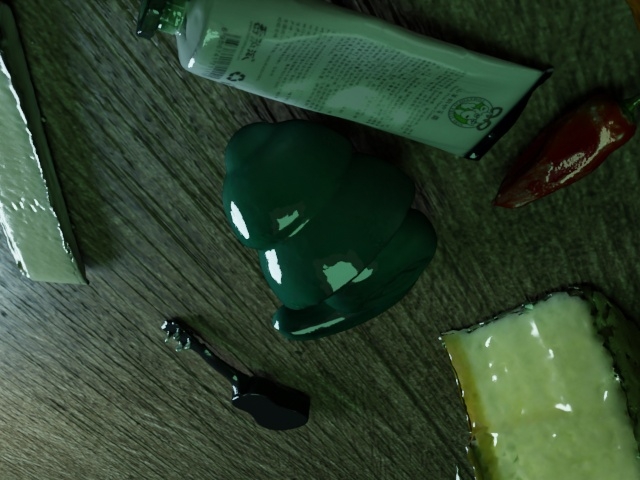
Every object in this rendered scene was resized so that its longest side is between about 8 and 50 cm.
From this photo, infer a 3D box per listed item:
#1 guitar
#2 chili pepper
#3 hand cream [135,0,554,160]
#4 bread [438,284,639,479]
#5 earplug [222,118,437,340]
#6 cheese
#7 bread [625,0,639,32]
[{"bbox_3d":[-0.118,0.189,1.089,0.083,0.038,0.271,-23,131,31],"label":"guitar"},{"bbox_3d":[0.219,-0.079,0.689,0.050,0.059,0.191,21,137,-28],"label":"chili pepper"},{"bbox_3d":[0.023,-0.138,0.637,0.335,0.076,0.121,13,147,-23],"label":"hand cream"},{"bbox_3d":[0.265,0.249,0.896,0.248,0.315,0.279,-28,118,34],"label":"bread"},{"bbox_3d":[0.002,-0.005,0.777,0.280,0.164,0.257,48,164,-24],"label":"earplug"},{"bbox_3d":[-0.310,-0.078,0.809,0.085,0.034,0.400,10,140,5],"label":"cheese"},{"bbox_3d":[0.215,-0.199,0.384,0.167,0.278,0.324,-19,130,23],"label":"bread"}]
